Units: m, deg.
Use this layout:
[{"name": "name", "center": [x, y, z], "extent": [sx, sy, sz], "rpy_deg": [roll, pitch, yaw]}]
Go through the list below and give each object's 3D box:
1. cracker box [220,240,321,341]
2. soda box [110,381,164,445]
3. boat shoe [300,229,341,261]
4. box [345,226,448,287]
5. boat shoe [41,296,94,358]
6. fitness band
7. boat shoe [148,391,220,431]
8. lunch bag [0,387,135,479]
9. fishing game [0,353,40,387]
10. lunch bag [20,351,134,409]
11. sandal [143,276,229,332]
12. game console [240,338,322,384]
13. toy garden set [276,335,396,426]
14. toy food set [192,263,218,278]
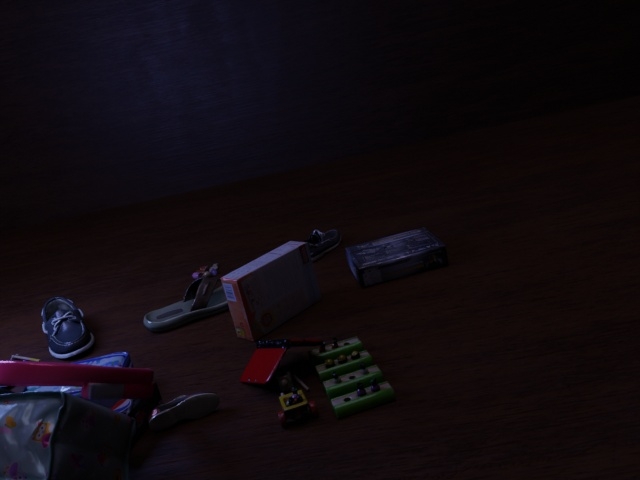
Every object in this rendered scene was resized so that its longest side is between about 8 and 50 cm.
[{"name": "cracker box", "center": [-0.112, 0.114, 1.569], "extent": [0.067, 0.155, 0.232], "rpy_deg": [4, 24, 45]}, {"name": "soda box", "center": [-0.359, 0.333, 1.236], "extent": [0.053, 0.060, 0.169], "rpy_deg": [-8, 18, 18]}, {"name": "boat shoe", "center": [0.000, 0.000, 1.984], "extent": [0.075, 0.065, 0.206], "rpy_deg": [-2, 21, 32]}, {"name": "box", "center": [0.194, 0.041, 1.736], "extent": [0.231, 0.056, 0.183], "rpy_deg": [-15, 17, -5]}, {"name": "boat shoe", "center": [-0.676, 0.224, 1.745], "extent": [0.114, 0.091, 0.302], "rpy_deg": [-24, 20, -29]}, {"name": "fitness band", "center": [-0.418, 0.236, 1.146], "extent": [0.209, 0.054, 0.291], "rpy_deg": [1, -12, 24]}, {"name": "boat shoe", "center": [-0.257, 0.314, 1.247], "extent": [0.137, 0.049, 0.043], "rpy_deg": [-21, 17, -9]}, {"name": "lunch bag", "center": [-0.461, 0.323, 1.043], "extent": [0.262, 0.223, 0.160], "rpy_deg": [-6, 63, 16]}, {"name": "fishing game", "center": [-0.812, 0.338, 1.586], "extent": [0.189, 0.041, 0.264], "rpy_deg": [0, 22, 42]}, {"name": "lunch bag", "center": [-0.497, 0.309, 1.369], "extent": [0.219, 0.090, 0.176], "rpy_deg": [-12, 15, 2]}, {"name": "sandal", "center": [-0.316, 0.147, 1.727], "extent": [0.303, 0.086, 0.120], "rpy_deg": [-22, 20, -24]}, {"name": "game console", "center": [-0.078, 0.239, 1.316], "extent": [0.124, 0.085, 0.144], "rpy_deg": [5, -10, -28]}, {"name": "toy garden set", "center": [0.004, 0.250, 1.243], "extent": [0.204, 0.049, 0.244], "rpy_deg": [-16, 18, -9]}, {"name": "toy food set", "center": [-0.353, 0.095, 2.024], "extent": [0.078, 0.019, 0.122], "rpy_deg": [-14, 18, -1]}]
